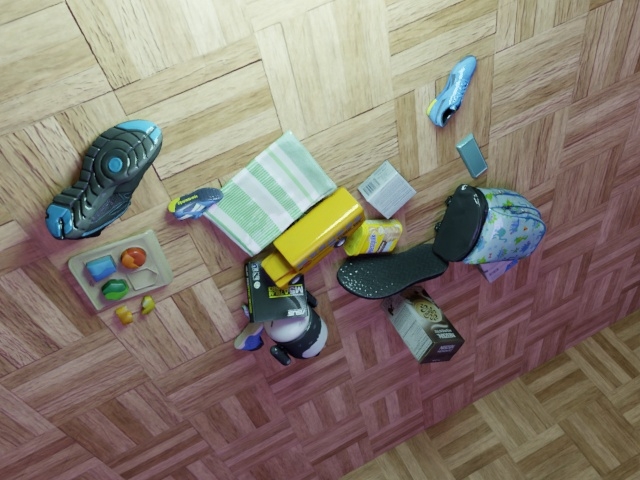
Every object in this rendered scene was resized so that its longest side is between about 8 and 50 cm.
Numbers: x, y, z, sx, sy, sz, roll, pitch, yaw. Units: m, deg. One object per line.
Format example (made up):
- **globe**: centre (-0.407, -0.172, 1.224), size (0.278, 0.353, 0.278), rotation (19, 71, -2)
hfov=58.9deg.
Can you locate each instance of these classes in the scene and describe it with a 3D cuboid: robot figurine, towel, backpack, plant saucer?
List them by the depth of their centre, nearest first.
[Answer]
- **towel**: centre (-0.139, -0.117, 1.564), size (0.324, 0.038, 0.248), rotation (-39, 132, 7)
- **plant saucer**: centre (0.504, -0.275, 1.869), size (0.067, 0.018, 0.192), rotation (-39, 140, 7)
- **robot figurine**: centre (-0.083, 0.297, 1.927), size (0.173, 0.209, 0.278), rotation (-23, 140, 12)
- **backpack**: centre (0.619, -0.051, 2.017), size (0.355, 0.273, 0.290), rotation (-10, 129, -43)

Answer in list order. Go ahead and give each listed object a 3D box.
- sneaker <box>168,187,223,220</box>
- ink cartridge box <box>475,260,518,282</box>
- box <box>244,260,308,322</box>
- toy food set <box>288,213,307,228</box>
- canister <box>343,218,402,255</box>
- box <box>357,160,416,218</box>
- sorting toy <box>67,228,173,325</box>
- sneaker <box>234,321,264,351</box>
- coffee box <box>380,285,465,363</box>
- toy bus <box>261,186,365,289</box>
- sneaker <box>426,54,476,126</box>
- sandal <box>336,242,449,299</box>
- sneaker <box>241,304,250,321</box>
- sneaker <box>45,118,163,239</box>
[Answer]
- **sneaker**: centre (-0.320, -0.094, 1.478), size (0.144, 0.053, 0.059), rotation (-19, 138, -4)
- **ink cartridge box**: centre (0.692, 0.060, 2.269), size (0.148, 0.086, 0.203), rotation (-36, 139, 4)
- **box**: centre (-0.136, 0.155, 1.758), size (0.190, 0.184, 0.045), rotation (-1, 169, -31)
- **toy food set**: centre (-0.083, -0.066, 1.686), size (0.078, 0.019, 0.122), rotation (-40, 143, 8)
- **canister**: centre (0.174, -0.014, 1.866), size (0.169, 0.073, 0.126), rotation (-3, 132, -33)
- **box**: centre (0.206, -0.155, 1.748), size (0.126, 0.072, 0.137), rotation (-43, 138, 11)
- **sorting toy**: centre (-0.523, 0.120, 1.560), size (0.228, 0.041, 0.307), rotation (-23, 138, -13)
- **sneaker**: centre (-0.220, 0.328, 1.949), size (0.084, 0.058, 0.152), rotation (23, 119, -39)
- **coffee box**: centre (0.383, 0.314, 2.151), size (0.168, 0.297, 0.119), rotation (4, 128, -36)
- **toy bus**: centre (-0.025, -0.003, 1.677), size (0.332, 0.108, 0.130), rotation (-39, 160, -5)
- **sneaker**: centre (0.387, -0.417, 1.604), size (0.069, 0.082, 0.209), rotation (12, 121, -38)
- **sandal**: centre (0.255, 0.124, 1.997), size (0.445, 0.168, 0.107), rotation (-9, 152, -26)
- **sneaker**: centre (-0.218, 0.228, 1.875), size (0.069, 0.038, 0.098), rotation (-29, 149, -8)
- **sneaker**: centre (-0.481, -0.138, 1.305), size (0.341, 0.125, 0.139), rotation (-44, 166, 7)
